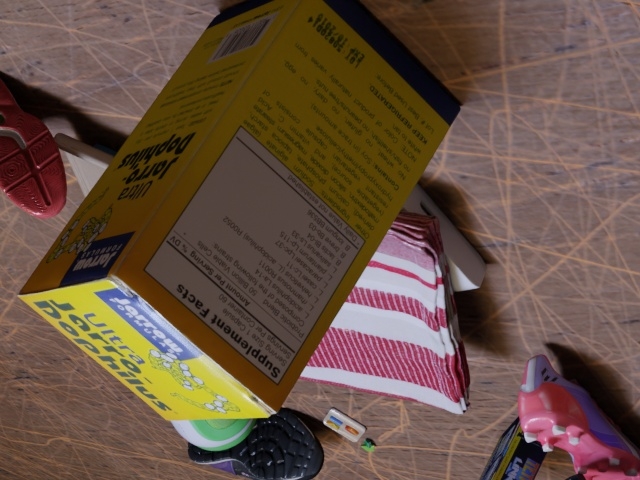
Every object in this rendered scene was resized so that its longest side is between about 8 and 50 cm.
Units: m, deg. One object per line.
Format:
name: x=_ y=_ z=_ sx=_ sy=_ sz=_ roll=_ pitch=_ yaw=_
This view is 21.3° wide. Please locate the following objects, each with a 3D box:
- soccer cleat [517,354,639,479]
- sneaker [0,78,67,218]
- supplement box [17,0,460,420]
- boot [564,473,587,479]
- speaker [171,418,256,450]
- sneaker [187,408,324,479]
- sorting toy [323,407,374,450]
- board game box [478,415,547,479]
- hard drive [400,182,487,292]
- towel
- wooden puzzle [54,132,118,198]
soccer cleat: x=0.299 y=0.209 z=1.918 sx=0.083 sy=0.095 sz=0.248 roll=-16 pitch=148 yaw=32
sneaker: x=-0.352 y=-0.101 z=2.039 sx=0.221 sy=0.087 sz=0.128 roll=59 pitch=177 yaw=23
supplement box: x=-0.070 y=-0.036 z=1.538 sx=0.194 sy=0.356 sz=0.195 roll=43 pitch=153 yaw=-21
boot: x=0.350 y=0.343 z=1.919 sx=0.118 sy=0.338 sz=0.222 roll=-43 pitch=90 yaw=20
speaker: x=-0.180 y=0.168 z=2.318 sx=0.131 sy=0.131 sz=0.296 roll=17 pitch=152 yaw=29
sneaker: x=-0.065 y=0.313 z=2.520 sx=0.124 sy=0.107 sz=0.283 roll=31 pitch=164 yaw=-34
sorting toy: x=0.043 y=0.267 z=2.379 sx=0.083 sy=0.012 sz=0.062 roll=31 pitch=155 yaw=3
board game box: x=0.217 y=0.298 z=2.046 sx=0.048 sy=0.170 sz=0.141 roll=29 pitch=156 yaw=4
hard drive: x=0.000 y=0.000 z=1.834 sx=0.307 sy=0.040 sz=0.203 roll=-12 pitch=131 yaw=43
towel: x=0.034 y=0.071 z=1.842 sx=0.237 sy=0.037 sz=0.329 roll=10 pitch=144 yaw=22
wooden puzzle: x=-0.198 y=-0.038 z=2.065 sx=0.221 sy=0.044 sz=0.238 roll=24 pitch=159 yaw=22
